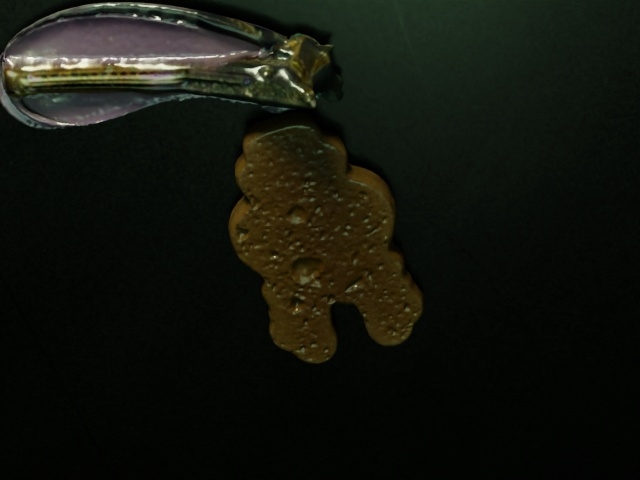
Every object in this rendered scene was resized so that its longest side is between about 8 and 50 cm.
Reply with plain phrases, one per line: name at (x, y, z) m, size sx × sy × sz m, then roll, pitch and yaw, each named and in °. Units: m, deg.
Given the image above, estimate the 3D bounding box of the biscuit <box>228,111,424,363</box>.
biscuit at (0.000, -0.002, 1.418) m, size 0.186 × 0.044 × 0.295 m, roll -14°, pitch 119°, yaw 4°

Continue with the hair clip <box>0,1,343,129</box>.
hair clip at (-0.158, -0.171, 1.320) m, size 0.358 × 0.096 × 0.110 m, roll 4°, pitch 154°, yaw 7°
